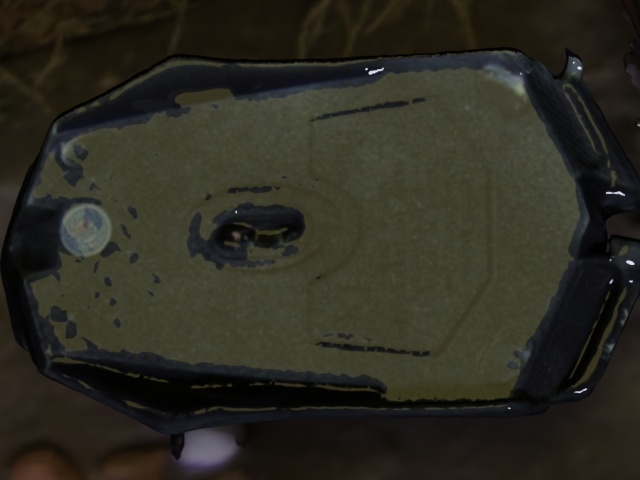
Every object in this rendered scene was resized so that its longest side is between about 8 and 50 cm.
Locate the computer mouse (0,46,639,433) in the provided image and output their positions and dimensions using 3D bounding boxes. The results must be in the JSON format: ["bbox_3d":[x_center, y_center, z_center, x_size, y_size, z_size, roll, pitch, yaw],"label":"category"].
[{"bbox_3d":[0.001,0.003,0.538,0.231,0.071,0.126,-4,78,14],"label":"computer mouse"}]

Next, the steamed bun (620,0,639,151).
[{"bbox_3d":[0.177,-0.113,0.414,0.251,0.199,0.301,-29,47,11],"label":"steamed bun"}]
